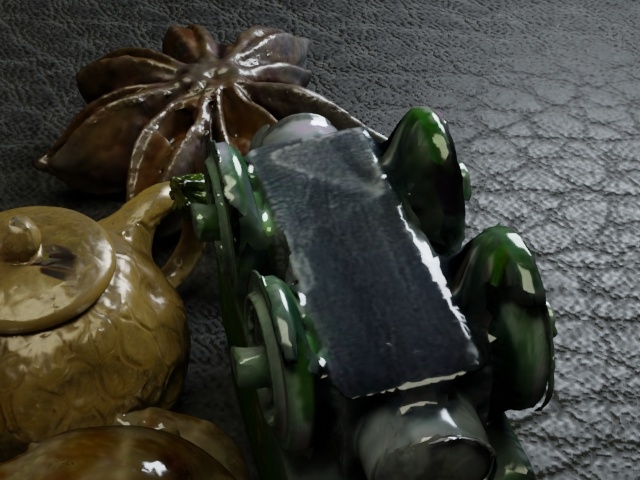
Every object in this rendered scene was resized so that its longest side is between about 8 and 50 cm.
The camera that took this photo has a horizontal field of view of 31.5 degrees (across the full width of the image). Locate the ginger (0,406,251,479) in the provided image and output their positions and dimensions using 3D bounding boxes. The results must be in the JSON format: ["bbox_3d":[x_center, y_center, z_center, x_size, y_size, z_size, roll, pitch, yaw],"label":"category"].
[{"bbox_3d":[-0.106,0.213,0.568,0.256,0.176,0.375,17,31,-12],"label":"ginger"}]

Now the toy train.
[{"bbox_3d":[0.025,0.068,0.692,0.173,0.249,0.307,-10,40,-11],"label":"toy train"}]

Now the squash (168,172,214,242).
[{"bbox_3d":[0.000,0.000,0.856,0.258,0.069,0.069,21,35,-23],"label":"squash"}]

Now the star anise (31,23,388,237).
[{"bbox_3d":[-0.087,-0.108,1.005,0.315,0.108,0.315,1,37,-1],"label":"star anise"}]

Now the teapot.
[{"bbox_3d":[-0.186,0.044,0.776,0.203,0.167,0.311,29,47,29],"label":"teapot"}]
